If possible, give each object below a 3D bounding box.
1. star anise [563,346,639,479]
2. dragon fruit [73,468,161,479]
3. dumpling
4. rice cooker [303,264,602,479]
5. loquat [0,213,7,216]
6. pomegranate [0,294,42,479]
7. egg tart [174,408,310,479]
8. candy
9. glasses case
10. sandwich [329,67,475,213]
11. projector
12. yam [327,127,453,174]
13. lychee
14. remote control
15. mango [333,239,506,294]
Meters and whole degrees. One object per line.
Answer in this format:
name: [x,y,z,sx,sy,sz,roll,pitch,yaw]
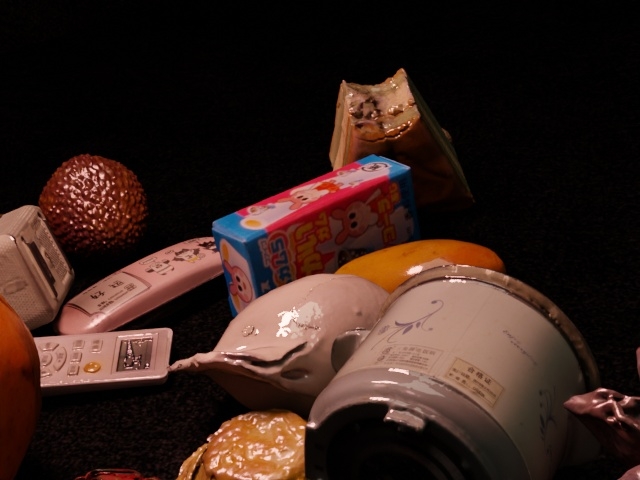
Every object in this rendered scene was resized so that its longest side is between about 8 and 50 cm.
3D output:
star anise: [0.377,0.229,1.163,0.331,0.118,0.332,5,49,-6]
dragon fruit: [-0.208,0.317,1.255,0.182,0.182,0.189,-3,37,15]
dumpling: [-0.024,0.135,1.569,0.260,0.181,0.341,-14,19,47]
rice cooker: [0.139,0.178,1.301,0.316,0.264,0.317,-2,32,1]
loquat: [-0.507,0.029,2.012,0.195,0.152,0.152,10,31,22]
pomegranate: [-0.519,0.201,1.423,0.410,0.410,0.410,-9,25,4]
egg tart: [-0.055,0.264,1.386,0.241,0.106,0.241,-7,29,4]
candy: [0.001,0.001,1.850,0.306,0.157,0.100,-23,28,-27]
glasses case: [-0.257,0.075,1.886,0.314,0.075,0.122,-28,26,-31]
sandwich: [0.142,-0.160,2.008,0.227,0.198,0.155,0,42,-10]
projector: [-0.505,0.070,1.852,0.242,0.163,0.177,-21,16,7]
yam: [0.086,-0.112,2.155,0.083,0.083,0.371,15,34,43]
lychee: [-0.375,-0.046,2.080,0.194,0.194,0.194,-9,25,4]
remote control: [-0.361,0.183,1.737,0.313,0.055,0.109,-5,33,2]
mango: [0.130,0.059,1.728,0.253,0.113,0.138,-5,25,17]
